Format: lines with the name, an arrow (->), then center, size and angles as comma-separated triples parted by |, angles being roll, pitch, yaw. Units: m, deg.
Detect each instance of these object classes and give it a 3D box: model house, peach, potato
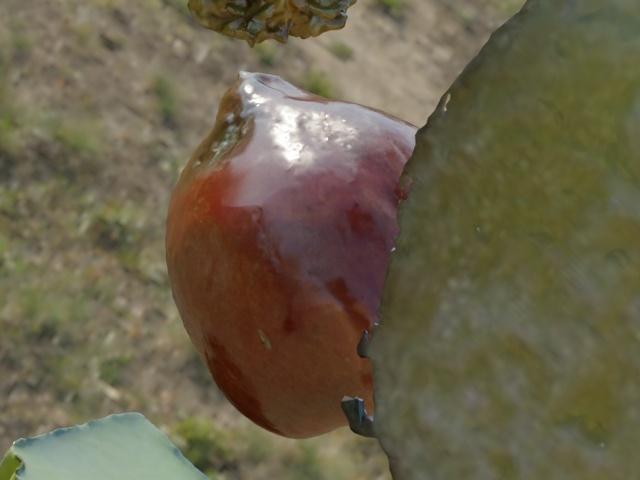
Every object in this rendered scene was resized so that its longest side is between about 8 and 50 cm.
model house -> -0.189, 0.270, 1.419 | 0.170, 0.211, 0.194 | 41, 21, 17
peach -> 0.000, 0.000, 1.276 | 0.232, 0.232, 0.257 | -15, 90, -58
potato -> 0.192, 0.031, 0.695 | 0.237, 0.288, 0.301 | -19, 78, -56

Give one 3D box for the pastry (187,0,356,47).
pastry -> -0.021, -0.105, 0.520 | 0.140, 0.056, 0.080 | -108, 176, -70
